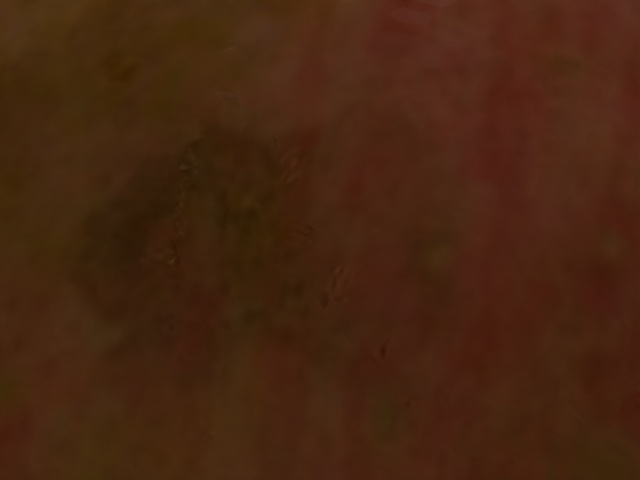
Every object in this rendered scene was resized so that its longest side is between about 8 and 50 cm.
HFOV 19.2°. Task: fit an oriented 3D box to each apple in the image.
[{"bbox_3d":[-0.003,0.048,0.519,0.364,0.364,0.364,0,-11,0],"label":"apple"}]
